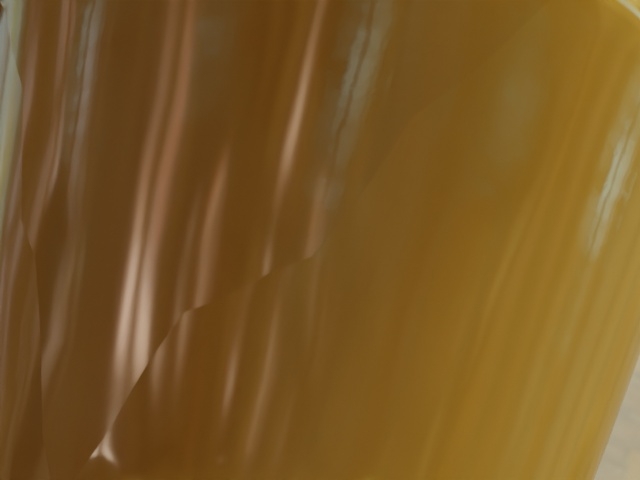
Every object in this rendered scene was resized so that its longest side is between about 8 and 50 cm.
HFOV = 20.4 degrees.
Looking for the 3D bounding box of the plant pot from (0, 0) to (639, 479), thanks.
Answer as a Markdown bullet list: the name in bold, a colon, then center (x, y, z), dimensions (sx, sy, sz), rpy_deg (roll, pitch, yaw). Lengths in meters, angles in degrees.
- **plant pot**: center (0.000, 0.000, 0.427), dimensions (0.205, 0.188, 0.205), rpy_deg (10, 152, 5)
